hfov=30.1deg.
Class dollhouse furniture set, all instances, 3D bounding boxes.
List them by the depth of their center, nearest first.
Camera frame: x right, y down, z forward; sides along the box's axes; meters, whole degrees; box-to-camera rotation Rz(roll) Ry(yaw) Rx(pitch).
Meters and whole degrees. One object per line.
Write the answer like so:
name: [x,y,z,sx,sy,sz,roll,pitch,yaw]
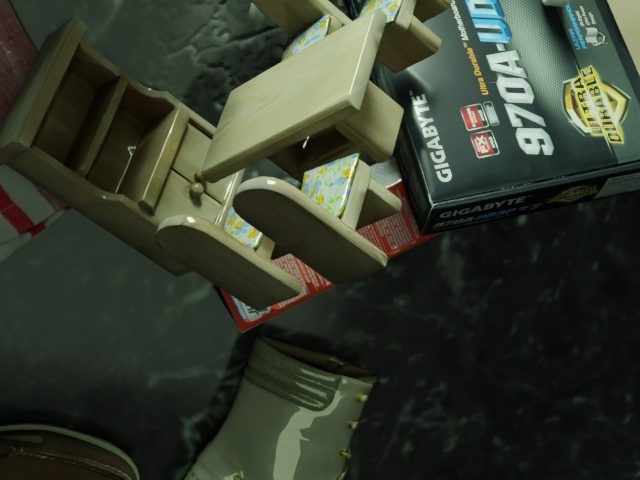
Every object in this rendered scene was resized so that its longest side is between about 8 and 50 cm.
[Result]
dollhouse furniture set: [-0.068,-0.084,0.748,0.161,0.242,0.212,36,54,-29]

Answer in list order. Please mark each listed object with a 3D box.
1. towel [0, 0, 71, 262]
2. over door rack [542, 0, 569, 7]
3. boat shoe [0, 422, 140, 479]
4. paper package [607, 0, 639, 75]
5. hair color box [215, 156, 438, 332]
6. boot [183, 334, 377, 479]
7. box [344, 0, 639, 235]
towel: [-0.292,-0.058,0.727,0.329,0.037,0.237,-46,113,-42]
over door rack: [0.072,-0.332,0.790,0.239,0.108,0.324,6,92,-3]
boat shoe: [-0.256,0.183,0.848,0.257,0.095,0.095,5,99,-13]
paper package: [0.346,-0.208,0.794,0.168,0.325,0.309,16,96,-15]
hair color box: [0.000,0.000,0.874,0.167,0.093,0.053,-25,104,-7]
boot: [0.012,0.180,0.919,0.213,0.077,0.165,26,92,-13]
box: [0.126,-0.124,0.845,0.175,0.051,0.220,-11,67,-10]
